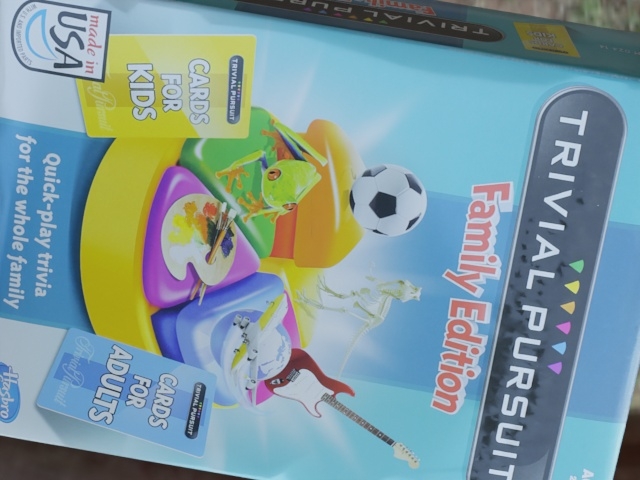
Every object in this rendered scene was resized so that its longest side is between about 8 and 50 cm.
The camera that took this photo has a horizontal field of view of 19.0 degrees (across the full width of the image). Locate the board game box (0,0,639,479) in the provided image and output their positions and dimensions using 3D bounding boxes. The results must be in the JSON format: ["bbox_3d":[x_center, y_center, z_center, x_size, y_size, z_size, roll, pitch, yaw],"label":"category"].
[{"bbox_3d":[0.000,0.000,0.972,0.336,0.079,0.253,10,115,3],"label":"board game box"}]
